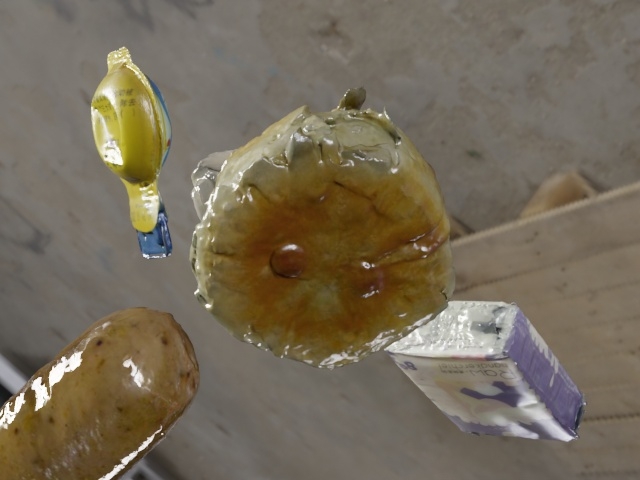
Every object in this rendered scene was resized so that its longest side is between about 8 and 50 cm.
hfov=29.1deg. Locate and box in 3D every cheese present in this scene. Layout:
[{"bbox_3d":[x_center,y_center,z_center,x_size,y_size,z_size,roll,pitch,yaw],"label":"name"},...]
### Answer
[{"bbox_3d":[-0.236,-0.109,1.573,0.177,0.069,0.270,-5,95,57],"label":"cheese"}]

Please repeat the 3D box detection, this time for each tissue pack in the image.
[{"bbox_3d":[0.292,0.230,2.152,0.242,0.125,0.344,0,149,35],"label":"tissue pack"}]

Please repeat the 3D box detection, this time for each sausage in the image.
[{"bbox_3d":[-0.282,0.248,1.109,0.136,0.501,0.123,49,-162,26],"label":"sausage"}]

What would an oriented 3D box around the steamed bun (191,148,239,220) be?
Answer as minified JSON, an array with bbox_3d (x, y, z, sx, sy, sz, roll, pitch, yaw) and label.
[{"bbox_3d":[-0.089,-0.056,1.642,0.183,0.183,0.106,16,111,37],"label":"steamed bun"}]

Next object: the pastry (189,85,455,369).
[{"bbox_3d":[0.000,0.000,1.413,0.329,0.136,0.330,-2,121,-3],"label":"pastry"}]
